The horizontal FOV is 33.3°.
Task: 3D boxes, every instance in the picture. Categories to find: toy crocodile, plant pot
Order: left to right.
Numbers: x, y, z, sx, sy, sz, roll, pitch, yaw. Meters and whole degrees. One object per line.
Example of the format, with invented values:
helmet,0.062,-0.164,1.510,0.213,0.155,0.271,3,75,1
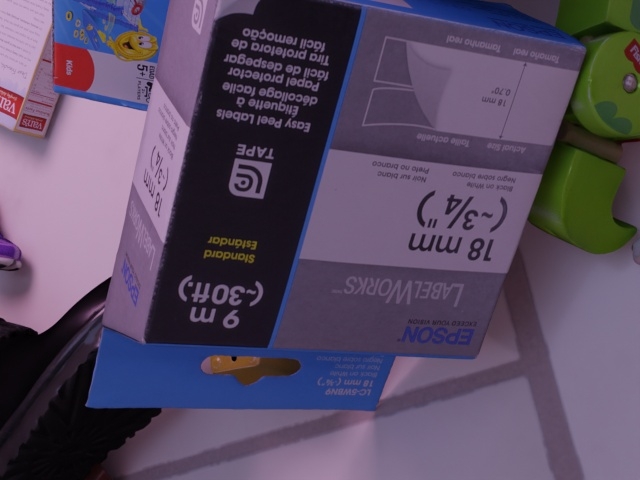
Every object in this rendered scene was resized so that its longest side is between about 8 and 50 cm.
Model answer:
plant pot,-0.048,0.081,0.866,0.081,0.083,0.081,-13,77,32
toy crocodile,0.205,-0.161,0.726,0.115,0.105,0.340,5,79,67

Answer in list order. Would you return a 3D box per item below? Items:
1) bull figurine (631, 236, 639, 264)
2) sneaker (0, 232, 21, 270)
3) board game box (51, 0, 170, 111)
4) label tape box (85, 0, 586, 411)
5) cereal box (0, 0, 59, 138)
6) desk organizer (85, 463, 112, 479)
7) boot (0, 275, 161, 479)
bull figurine,0.330,0.028,0.621,0.310,0.101,0.188,-7,84,34
sneaker,-0.359,-0.026,1.094,0.170,0.068,0.071,36,97,32
board game box,-0.094,-0.295,0.755,0.086,0.308,0.302,12,127,4
label tape box,0.000,0.000,0.697,0.106,0.240,0.334,-128,48,-56
cereal box,-0.309,-0.244,1.099,0.173,0.047,0.240,28,100,34
desk organizer,-0.233,0.186,0.995,0.130,0.047,0.050,44,105,29
boot,-0.276,0.084,0.937,0.348,0.131,0.260,-45,62,15
